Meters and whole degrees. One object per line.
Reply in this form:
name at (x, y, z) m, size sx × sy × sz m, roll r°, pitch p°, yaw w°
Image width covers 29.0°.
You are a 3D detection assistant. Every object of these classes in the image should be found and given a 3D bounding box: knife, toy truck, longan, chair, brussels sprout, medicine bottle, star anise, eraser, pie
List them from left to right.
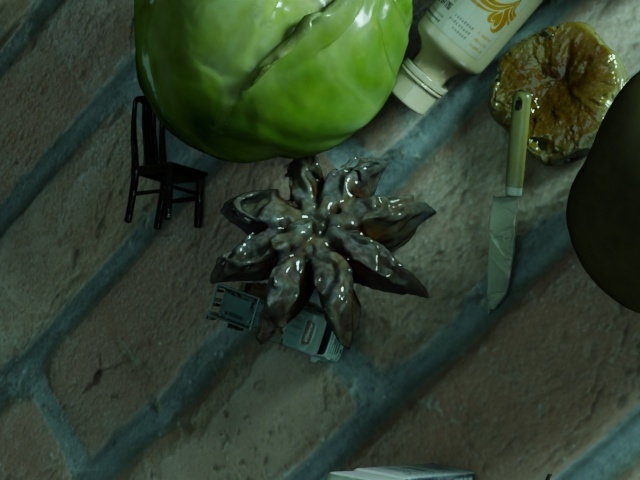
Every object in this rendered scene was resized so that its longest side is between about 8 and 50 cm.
chair at (-0.241, -0.128, 1.939) m, size 0.101 × 0.084 × 0.213 m, roll -3°, pitch 79°, yaw 35°
brussels sprout at (-0.097, -0.290, 1.704) m, size 0.361 × 0.342 × 0.425 m, roll -51°, pitch 44°, yaw 4°
toy truck at (-0.057, 0.113, 1.758) m, size 0.177 × 0.115 × 0.080 m, roll 17°, pitch 91°, yaw 32°
star anise at (0.001, 0.002, 1.690) m, size 0.331 × 0.118 × 0.332 m, roll -6°, pitch 59°, yaw 11°
eraser at (0.097, 0.344, 1.516) m, size 0.086 × 0.287 × 0.130 m, roll 3°, pitch 83°, yaw 31°
medicine bottle at (0.193, -0.284, 1.672) m, size 0.252 × 0.114 × 0.114 m, roll -50°, pitch 60°, yaw 16°
knife at (0.244, -0.049, 1.627) m, size 0.047 × 0.017 × 0.298 m, roll 9°, pitch 100°, yaw 34°
pie at (0.313, -0.198, 1.620) m, size 0.195 × 0.046 × 0.195 m, roll -7°, pitch 77°, yaw 31°
longan at (0.429, -0.059, 1.375) m, size 0.318 × 0.319 × 0.319 m, roll -6°, pitch 78°, yaw 31°

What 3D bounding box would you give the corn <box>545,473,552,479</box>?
corn at (0.325, 0.429, 1.470) m, size 0.101 × 0.101 × 0.310 m, roll -38°, pitch 65°, yaw 21°
